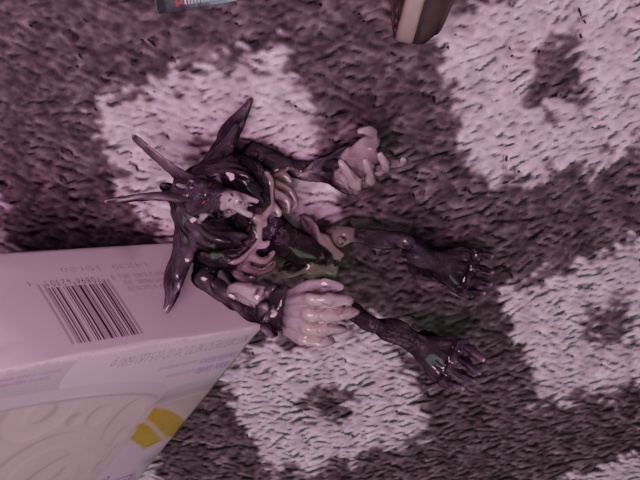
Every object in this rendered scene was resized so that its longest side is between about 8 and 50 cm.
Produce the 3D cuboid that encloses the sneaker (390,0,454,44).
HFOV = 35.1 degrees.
[{"bbox_3d":[0.123,-0.206,0.598,0.118,0.083,0.222,13,122,-13],"label":"sneaker"}]

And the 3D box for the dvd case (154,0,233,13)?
[{"bbox_3d":[-0.055,-0.194,0.640,0.119,0.013,0.087,-10,125,3],"label":"dvd case"}]

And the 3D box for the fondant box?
[{"bbox_3d":[-0.226,0.148,0.746,0.238,0.096,0.330,-4,140,-53],"label":"fondant box"}]

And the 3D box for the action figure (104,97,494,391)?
[{"bbox_3d":[0.000,0.000,0.695,0.275,0.164,0.141,24,164,-24],"label":"action figure"}]
